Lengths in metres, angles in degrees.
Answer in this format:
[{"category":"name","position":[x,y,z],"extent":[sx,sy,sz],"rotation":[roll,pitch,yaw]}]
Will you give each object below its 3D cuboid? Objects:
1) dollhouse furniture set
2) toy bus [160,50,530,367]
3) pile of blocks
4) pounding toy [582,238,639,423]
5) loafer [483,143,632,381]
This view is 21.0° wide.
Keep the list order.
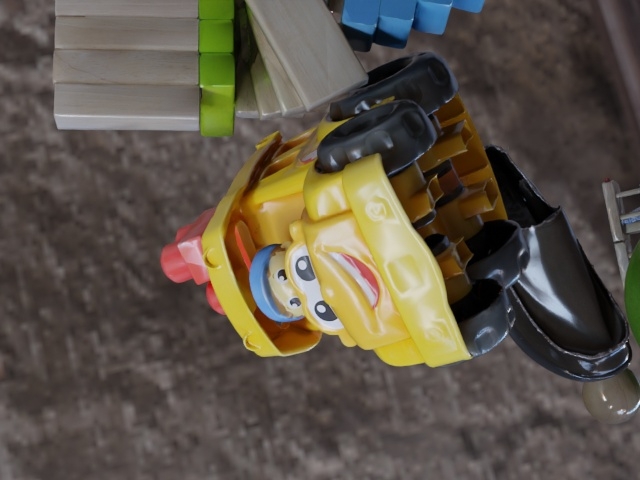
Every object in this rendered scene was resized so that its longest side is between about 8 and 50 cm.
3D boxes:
[{"category":"dollhouse furniture set","position":[0.348,-0.015,1.699],"extent":[0.129,0.129,0.184],"rotation":[-13,175,15]},{"category":"toy bus","position":[0.000,0.000,1.027],"extent":[0.211,0.149,0.220],"rotation":[-19,-163,17]},{"category":"pile of blocks","position":[0.003,-0.144,1.053],"extent":[0.362,0.149,0.112],"rotation":[-24,166,-9]},{"category":"pounding toy","position":[0.318,0.057,1.452],"extent":[0.237,0.183,0.110],"rotation":[-16,180,14]},{"category":"loafer","position":[0.166,0.014,1.347],"extent":[0.080,0.220,0.078],"rotation":[-28,156,-21]}]
